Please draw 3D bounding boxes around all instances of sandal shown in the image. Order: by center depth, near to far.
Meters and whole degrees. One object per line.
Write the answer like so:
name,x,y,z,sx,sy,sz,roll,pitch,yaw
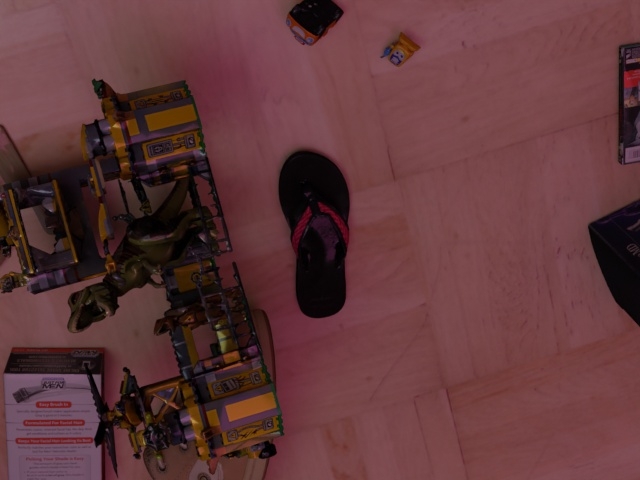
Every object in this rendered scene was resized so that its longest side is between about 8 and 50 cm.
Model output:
sandal,0.000,0.000,0.942,0.067,0.040,0.179,-9,115,-5

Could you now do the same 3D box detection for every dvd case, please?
dvd case,0.333,-0.137,0.953,0.087,0.013,0.120,-11,114,-5

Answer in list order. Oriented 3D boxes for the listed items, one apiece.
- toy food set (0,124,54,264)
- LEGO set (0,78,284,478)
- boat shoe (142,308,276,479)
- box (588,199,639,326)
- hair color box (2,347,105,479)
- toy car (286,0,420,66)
toy food set,-0.346,-0.011,0.880,0.192,0.038,0.132,-25,115,2
LEGO set,-0.169,0.045,0.786,0.192,0.255,0.332,-16,96,-12
boat shoe,-0.121,0.221,0.974,0.110,0.122,0.341,9,113,-14
box,0.394,0.011,0.951,0.207,0.153,0.108,-27,115,2
hair color box,-0.263,0.192,0.976,0.093,0.053,0.167,2,114,-9
toy car,0.024,-0.173,0.865,0.122,0.060,0.040,27,138,-12
